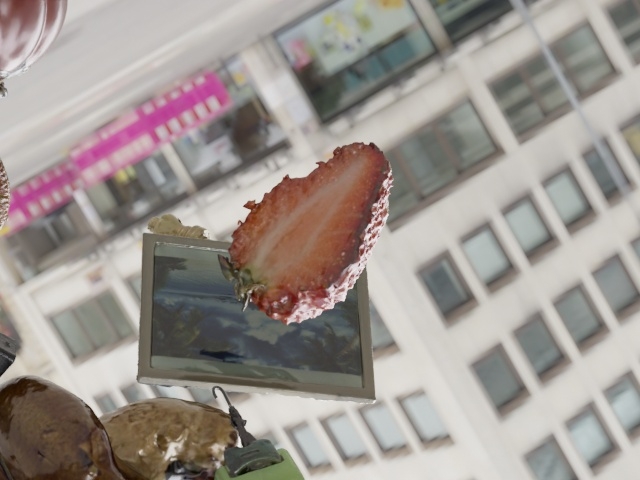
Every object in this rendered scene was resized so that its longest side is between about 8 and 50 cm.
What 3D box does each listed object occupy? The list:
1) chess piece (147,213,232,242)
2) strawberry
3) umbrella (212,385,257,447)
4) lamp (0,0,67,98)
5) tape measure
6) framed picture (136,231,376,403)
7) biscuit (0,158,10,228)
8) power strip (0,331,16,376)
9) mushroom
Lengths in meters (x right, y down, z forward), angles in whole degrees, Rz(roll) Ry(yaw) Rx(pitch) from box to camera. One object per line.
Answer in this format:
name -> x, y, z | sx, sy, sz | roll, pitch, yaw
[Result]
chess piece -> -0.178, 0.005, 2.096 | 0.172, 0.060, 0.060 | 22, -146, 24
strawberry -> 0.003, 0.006, 1.731 | 0.236, 0.175, 0.107 | -25, 150, 12
umbrella -> -0.064, 0.183, 1.296 | 0.013, 0.122, 0.022 | -38, 165, 30
lamp -> -0.455, -0.292, 1.743 | 0.303, 0.257, 0.303 | -7, -169, 1
tape measure -> -0.031, 0.277, 1.159 | 0.087, 0.177, 0.154 | -18, -143, -19
framed picture -> -0.084, 0.103, 1.901 | 0.315, 0.232, 0.024 | 7, 143, -14
biscuit -> -0.415, -0.079, 1.625 | 0.126, 0.206, 0.025 | -10, -150, 24
power strip -> -0.344, 0.137, 1.424 | 0.111, 0.029, 0.038 | -46, -149, 16
mushroom -> -0.243, 0.248, 1.486 | 0.267, 0.267, 0.254 | -26, 177, 32
